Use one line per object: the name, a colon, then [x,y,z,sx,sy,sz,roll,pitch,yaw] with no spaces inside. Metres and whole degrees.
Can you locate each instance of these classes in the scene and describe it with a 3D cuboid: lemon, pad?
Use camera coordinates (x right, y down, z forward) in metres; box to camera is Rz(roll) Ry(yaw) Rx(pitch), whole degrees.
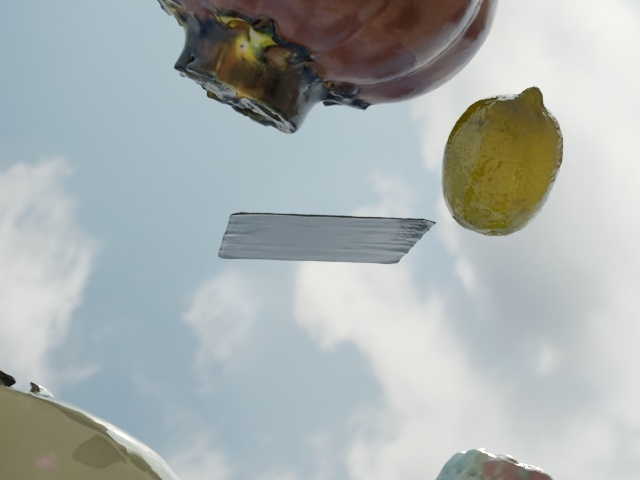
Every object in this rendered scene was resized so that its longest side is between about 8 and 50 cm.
lemon: [0.123,-0.055,1.220,0.082,0.111,0.082,12,-156,-6]
pad: [0.000,0.000,1.032,0.112,0.157,0.003,2,-100,-5]

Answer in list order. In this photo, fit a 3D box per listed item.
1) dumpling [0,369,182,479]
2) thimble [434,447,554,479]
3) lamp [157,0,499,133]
dumpling: [-0.187,0.202,1.076,0.243,0.175,0.227,33,-114,-8]
thimble: [0.187,0.314,1.815,0.185,0.211,0.149,46,-116,-21]
lamp: [-0.016,-0.209,1.399,0.305,0.305,0.240,30,-97,-22]
